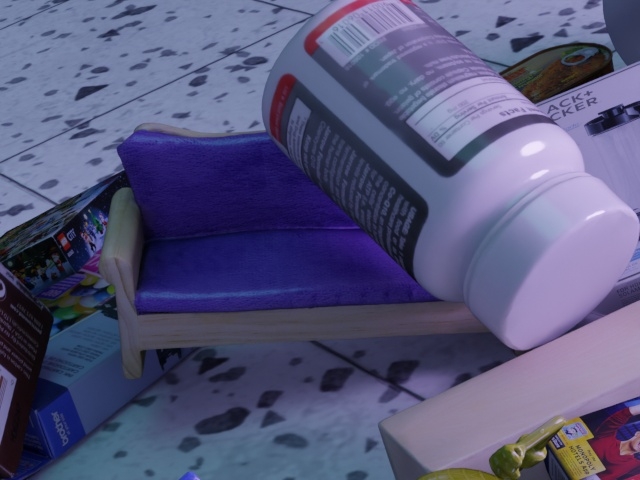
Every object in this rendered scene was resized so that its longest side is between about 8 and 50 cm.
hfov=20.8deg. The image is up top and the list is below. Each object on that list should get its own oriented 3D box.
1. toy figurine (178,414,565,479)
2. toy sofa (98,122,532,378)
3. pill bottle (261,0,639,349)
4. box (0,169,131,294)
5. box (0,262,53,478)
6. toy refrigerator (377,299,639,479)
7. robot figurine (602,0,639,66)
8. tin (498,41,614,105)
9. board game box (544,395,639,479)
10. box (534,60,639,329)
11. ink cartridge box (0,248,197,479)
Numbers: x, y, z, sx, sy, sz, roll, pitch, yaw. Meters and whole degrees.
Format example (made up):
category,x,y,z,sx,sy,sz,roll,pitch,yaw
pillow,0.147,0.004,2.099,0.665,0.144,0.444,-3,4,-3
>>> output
category,x,y,z,sx,sy,sz,roll,pitch,yaw
toy figurine,-0.048,0.190,1.043,0.217,0.191,0.362,35,56,18
toy sofa,0.000,0.000,1.474,0.363,0.177,0.150,-3,26,0
pill bottle,0.098,-0.055,1.336,0.161,0.161,0.283,-29,56,-25
box,-0.280,0.012,1.720,0.159,0.044,0.233,-26,11,17
box,-0.363,0.103,1.452,0.203,0.168,0.167,-12,50,26
toy refrigerator,0.190,0.133,1.263,0.270,0.094,0.102,-24,22,-14
robot figurine,0.400,-0.256,1.703,0.200,0.300,0.353,-49,1,-11
tin,0.238,-0.164,1.898,0.190,0.040,0.106,-29,33,-27
board game box,0.272,0.175,1.143,0.194,0.060,0.194,-16,38,-11
box,0.269,-0.031,1.472,0.169,0.087,0.290,-22,34,11
ink cartridge box,-0.238,0.107,1.592,0.186,0.065,0.311,8,36,40
